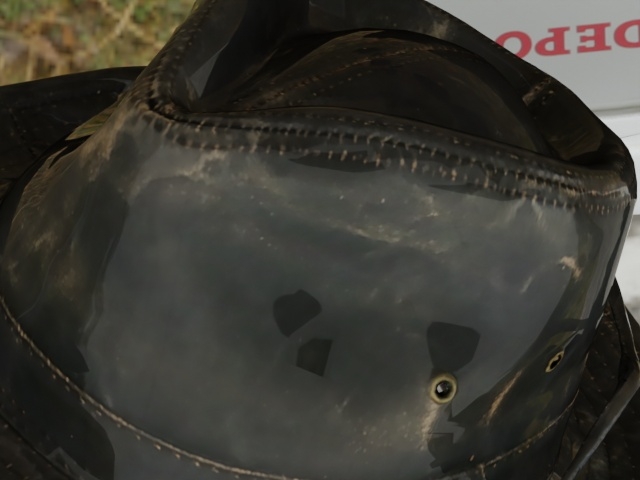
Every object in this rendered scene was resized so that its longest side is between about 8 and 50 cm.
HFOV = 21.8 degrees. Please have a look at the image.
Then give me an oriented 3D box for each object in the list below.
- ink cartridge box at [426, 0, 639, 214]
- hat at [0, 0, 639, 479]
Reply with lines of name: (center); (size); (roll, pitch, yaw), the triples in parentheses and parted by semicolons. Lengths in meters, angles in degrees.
ink cartridge box: (0.157, -0.173, 0.758); (0.226, 0.306, 0.131); (-3, 161, 17)
hat: (0.000, 0.000, 0.478); (0.331, 0.331, 0.134); (12, 126, -18)
